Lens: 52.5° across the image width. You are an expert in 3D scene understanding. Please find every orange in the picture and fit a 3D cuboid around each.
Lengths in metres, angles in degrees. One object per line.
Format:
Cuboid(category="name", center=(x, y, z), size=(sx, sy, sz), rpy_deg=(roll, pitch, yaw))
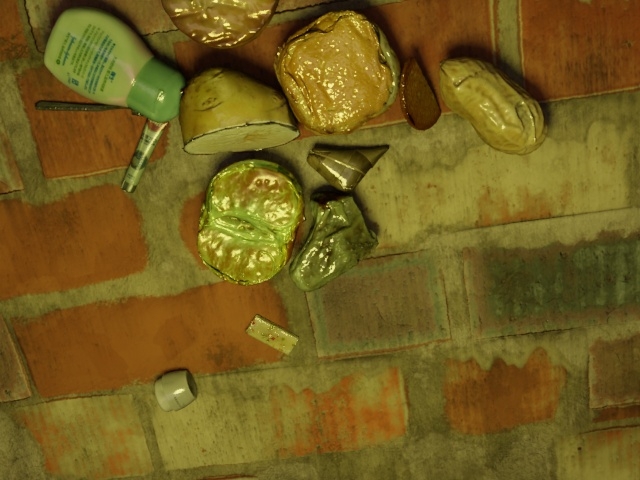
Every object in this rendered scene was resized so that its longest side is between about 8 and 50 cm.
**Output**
Cuboid(category="orange", center=(-0.189, -0.058, 1.730), size=(0.262, 0.196, 0.334), rpy_deg=(6, 113, -15))

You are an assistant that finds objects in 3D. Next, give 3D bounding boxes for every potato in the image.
Cuboid(category="potato", center=(-0.204, -0.335, 1.622), size=(0.299, 0.246, 0.196), rpy_deg=(-6, 85, -22))

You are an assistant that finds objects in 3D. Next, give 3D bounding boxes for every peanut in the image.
Cuboid(category="peanut", center=(0.428, -0.341, 1.633), size=(0.340, 0.158, 0.174), rpy_deg=(41, 67, -7))

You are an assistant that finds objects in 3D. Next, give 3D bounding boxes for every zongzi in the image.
Cuboid(category="zongzi", center=(0.068, -0.230, 1.729), size=(0.160, 0.078, 0.176), rpy_deg=(39, 95, -10))

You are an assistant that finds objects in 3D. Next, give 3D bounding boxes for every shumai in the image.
Cuboid(category="shumai", center=(0.000, 0.000, 1.732), size=(0.260, 0.225, 0.222), rpy_deg=(-39, 95, -10))

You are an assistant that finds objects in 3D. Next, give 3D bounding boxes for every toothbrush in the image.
Cuboid(category="toothbrush", center=(-0.613, -0.352, 1.731), size=(0.297, 0.030, 0.030), rpy_deg=(2, 119, 1))

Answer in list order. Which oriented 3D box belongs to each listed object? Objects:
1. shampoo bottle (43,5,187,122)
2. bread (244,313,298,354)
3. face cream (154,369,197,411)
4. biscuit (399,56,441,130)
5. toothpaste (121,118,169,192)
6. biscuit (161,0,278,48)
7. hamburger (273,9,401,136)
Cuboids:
Cuboid(category="shampoo bottle", center=(-0.499, -0.428, 1.638), size=(0.349, 0.151, 0.222), rpy_deg=(29, 112, -7))
Cuboid(category="bread", center=(-0.143, 0.281, 1.928), size=(0.153, 0.028, 0.068), rpy_deg=(30, 105, -10))
Cuboid(category="face cream", center=(-0.434, 0.450, 1.947), size=(0.104, 0.117, 0.117), rpy_deg=(-21, 107, -1))
Cuboid(category="biscuit", center=(0.241, -0.351, 1.633), size=(0.126, 0.025, 0.206), rpy_deg=(-60, 136, -21))
Cuboid(category="toothpaste", center=(-0.478, -0.240, 1.761), size=(0.062, 0.039, 0.239), rpy_deg=(29, 105, 0))
Cuboid(category="biscuit", center=(-0.243, -0.622, 1.591), size=(0.296, 0.102, 0.296), rpy_deg=(0, 105, 0))
Cuboid(category="hamburger", center=(0.046, -0.414, 1.612), size=(0.318, 0.158, 0.319), rpy_deg=(-2, 110, -7))
